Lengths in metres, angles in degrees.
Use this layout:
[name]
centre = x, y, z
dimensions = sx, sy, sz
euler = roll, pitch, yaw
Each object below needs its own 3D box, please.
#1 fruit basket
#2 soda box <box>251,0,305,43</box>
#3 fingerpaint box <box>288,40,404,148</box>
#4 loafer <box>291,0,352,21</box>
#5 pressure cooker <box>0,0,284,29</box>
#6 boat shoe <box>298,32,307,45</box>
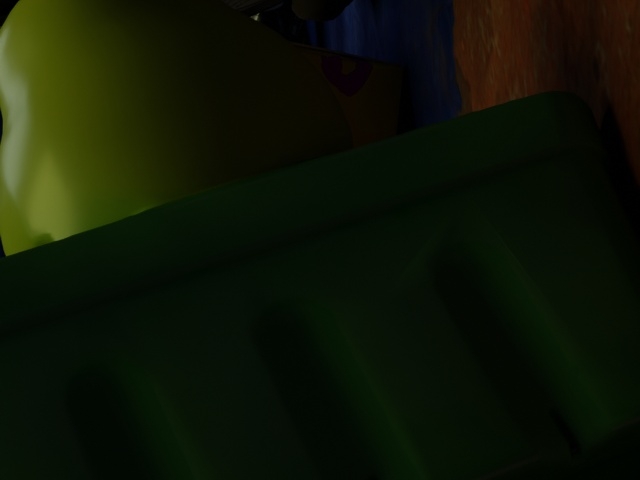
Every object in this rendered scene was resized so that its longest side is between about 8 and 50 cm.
[fruit basket]
centre = -0.046, 0.045, 0.799
dimensions = 0.392, 0.392, 0.283
euler = -106, 11, -49
[soda box]
centre = -0.063, -0.182, 1.645
dimensions = 0.060, 0.053, 0.169
euler = 48, 123, 51
[fingerpaint box]
centre = -0.092, 0.058, 1.406
dimensions = 0.445, 0.163, 0.371
euler = 164, 114, -74
[loafer]
centre = 0.007, -0.209, 1.324
dimensions = 0.220, 0.080, 0.078
euler = -105, -1, -75
[pressure cooker]
centre = -0.139, -0.323, 1.107
dimensions = 0.370, 0.376, 0.420
euler = 102, 160, -60
[boat shoe]
centre = -0.059, -0.211, 1.769
dimensions = 0.228, 0.081, 0.068
euler = -129, 41, -62
